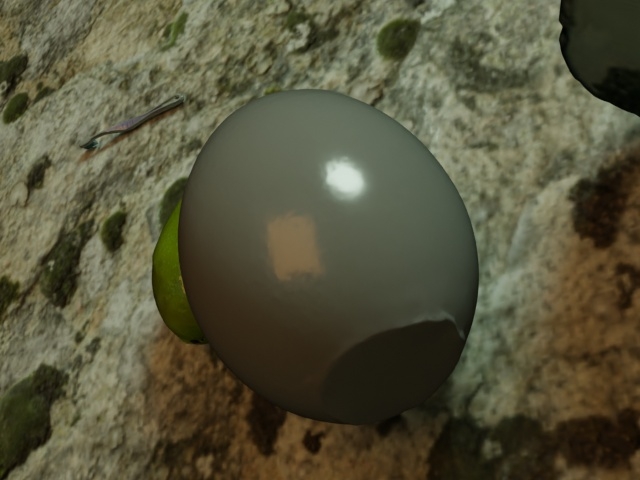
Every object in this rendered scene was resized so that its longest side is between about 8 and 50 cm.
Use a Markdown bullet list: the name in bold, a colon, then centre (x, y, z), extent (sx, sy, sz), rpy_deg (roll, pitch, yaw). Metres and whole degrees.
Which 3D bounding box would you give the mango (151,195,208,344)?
- **mango**: centre (-0.085, -0.002, 0.665), extent (0.091, 0.074, 0.165), rpy_deg (-7, 64, 36)

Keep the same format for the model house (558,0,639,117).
- **model house**: centre (0.277, -0.197, 0.404), extent (0.291, 0.253, 0.184), rpy_deg (-44, 61, -11)

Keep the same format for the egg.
- **egg**: centre (0.000, 0.000, 0.535), extent (0.176, 0.176, 0.232), rpy_deg (-38, 41, 16)

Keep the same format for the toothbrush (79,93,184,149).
- **toothbrush**: centre (-0.183, -0.114, 0.832), extent (0.131, 0.013, 0.011), rpy_deg (-20, 68, 27)
